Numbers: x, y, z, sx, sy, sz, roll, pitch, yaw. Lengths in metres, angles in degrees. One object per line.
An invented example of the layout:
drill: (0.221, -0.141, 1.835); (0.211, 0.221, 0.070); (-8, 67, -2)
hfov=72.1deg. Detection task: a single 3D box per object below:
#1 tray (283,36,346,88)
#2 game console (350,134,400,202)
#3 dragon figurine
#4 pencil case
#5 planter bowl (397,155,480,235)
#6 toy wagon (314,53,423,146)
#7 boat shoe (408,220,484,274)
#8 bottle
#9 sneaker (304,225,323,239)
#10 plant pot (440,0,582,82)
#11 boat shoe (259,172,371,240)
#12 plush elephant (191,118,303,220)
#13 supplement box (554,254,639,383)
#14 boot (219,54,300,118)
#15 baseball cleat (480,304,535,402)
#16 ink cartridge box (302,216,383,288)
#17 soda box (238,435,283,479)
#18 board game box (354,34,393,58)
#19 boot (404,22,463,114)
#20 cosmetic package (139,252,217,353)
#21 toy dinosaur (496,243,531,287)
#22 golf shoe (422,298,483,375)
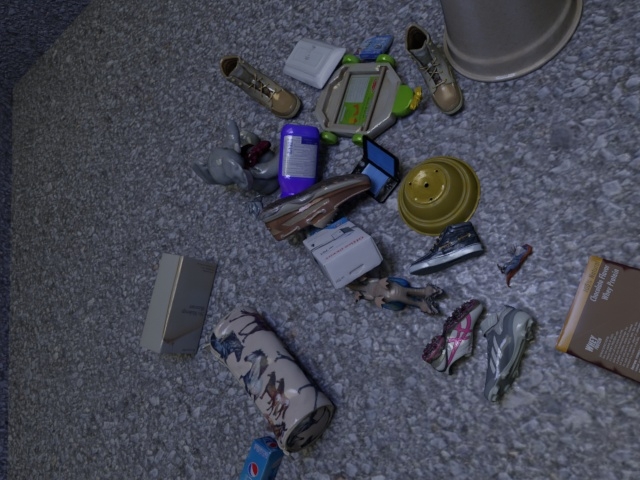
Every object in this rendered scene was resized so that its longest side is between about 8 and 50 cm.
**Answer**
tray: (-0.034, -0.587, 1.428); (0.145, 0.030, 0.270); (-55, 43, 8)
game console: (0.143, -0.195, 1.210); (0.144, 0.085, 0.124); (44, 102, 32)
dragon figurine: (0.166, 0.130, 1.108); (0.289, 0.144, 0.085); (3, 80, 53)
pencil case: (-0.143, 0.372, 1.195); (0.183, 0.160, 0.410); (-45, 57, -5)
planter bowl: (0.278, -0.126, 1.103); (0.217, 0.090, 0.217); (-9, 73, 31)
toy wagon: (0.140, -0.403, 1.280); (0.344, 0.068, 0.267); (15, 86, 34)
boat shoe: (0.295, 0.021, 1.073); (0.183, 0.065, 0.083); (-22, 65, 19)
bottle: (-0.068, -0.198, 1.310); (0.118, 0.092, 0.282); (2, 99, -8)
sneaker: (0.000, 0.000, 1.266); (0.073, 0.063, 0.162); (-23, 66, 22)
plant pot: (0.405, -0.594, 1.016); (0.334, 0.305, 0.333); (-9, 73, 31)
boat shoe: (-0.006, -0.093, 1.231); (0.324, 0.123, 0.116); (-21, 106, 11)
plush elephant: (-0.246, -0.252, 1.372); (0.272, 0.255, 0.330); (9, 82, 34)
supplement box: (0.573, 0.155, 0.814); (0.194, 0.129, 0.191); (21, 89, 34)
boot: (-0.201, -0.506, 1.442); (0.262, 0.203, 0.095); (43, 102, 35)
baseball cleat: (0.387, 0.242, 0.959); (0.109, 0.072, 0.206); (26, 90, 51)
ink cartridge box: (0.052, 0.027, 1.135); (0.140, 0.082, 0.191); (-31, 23, -7)
soda box: (-0.174, 0.650, 1.196); (0.067, 0.071, 0.210); (20, 89, 34)
board game box: (0.160, -0.582, 1.324); (0.090, 0.020, 0.090); (15, 62, 35)
boot: (0.288, -0.440, 1.133); (0.077, 0.165, 0.213); (-26, 63, 26)
cosmetic package: (-0.464, 0.207, 1.450); (0.113, 0.160, 0.309); (6, 81, 33)
toy dinosaur: (0.443, 0.046, 0.995); (0.082, 0.047, 0.090); (-26, 98, 15)
golf shoe: (0.318, 0.220, 1.010); (0.086, 0.067, 0.186); (37, 94, 2)
